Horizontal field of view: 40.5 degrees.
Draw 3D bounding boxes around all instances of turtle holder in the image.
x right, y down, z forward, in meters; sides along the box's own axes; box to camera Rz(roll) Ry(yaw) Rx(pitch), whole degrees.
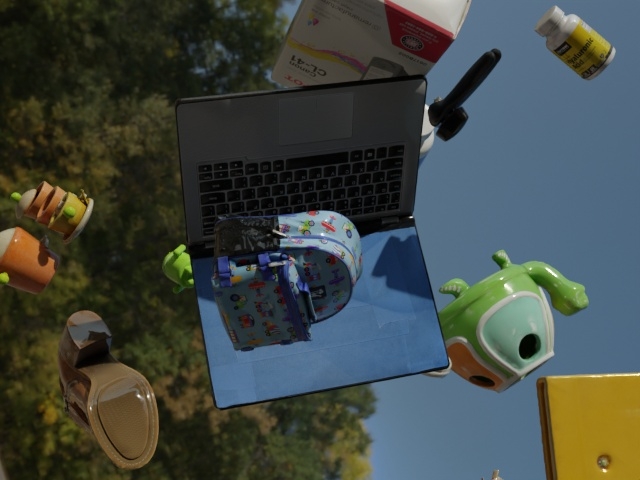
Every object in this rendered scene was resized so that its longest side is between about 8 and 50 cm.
[{"bbox_3d":[0.376,0.173,1.790,0.227,0.320,0.243,55,-47,19],"label":"turtle holder"}]

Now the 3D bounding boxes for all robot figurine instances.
[{"bbox_3d":[-0.297,0.062,1.876,0.115,0.067,0.101,24,-60,47],"label":"robot figurine"}]

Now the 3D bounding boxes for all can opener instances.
[{"bbox_3d":[0.249,-0.257,1.494,0.073,0.059,0.186,39,-55,4],"label":"can opener"}]

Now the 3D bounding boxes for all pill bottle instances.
[{"bbox_3d":[0.183,-0.217,1.947,0.221,0.124,0.124,110,-42,-65],"label":"pill bottle"},{"bbox_3d":[0.384,-0.302,1.317,0.116,0.065,0.065,37,-19,-9],"label":"pill bottle"}]

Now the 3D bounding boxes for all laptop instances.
[{"bbox_3d":[0.000,0.000,1.304,0.236,0.382,0.408,-114,-159,-50],"label":"laptop"}]

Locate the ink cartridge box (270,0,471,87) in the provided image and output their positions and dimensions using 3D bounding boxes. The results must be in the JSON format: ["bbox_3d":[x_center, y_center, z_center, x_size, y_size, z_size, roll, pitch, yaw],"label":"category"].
[{"bbox_3d":[0.072,-0.331,1.372,0.306,0.226,0.131,129,-18,-63],"label":"ink cartridge box"}]

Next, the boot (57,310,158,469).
[{"bbox_3d":[-0.356,0.278,1.400,0.283,0.109,0.220,53,-37,23],"label":"boot"}]

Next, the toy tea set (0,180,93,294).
[{"bbox_3d":[-0.513,-0.027,1.509,0.124,0.200,0.336,32,-7,-25],"label":"toy tea set"}]

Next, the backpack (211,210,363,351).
[{"bbox_3d":[-0.033,0.045,1.032,0.117,0.173,0.158,-95,178,-50],"label":"backpack"}]

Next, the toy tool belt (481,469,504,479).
[{"bbox_3d":[0.316,0.473,1.637,0.083,0.052,0.051,-48,-139,34],"label":"toy tool belt"}]

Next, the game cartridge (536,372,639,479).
[{"bbox_3d":[0.524,0.359,1.412,0.053,0.323,0.285,123,-34,-72],"label":"game cartridge"}]

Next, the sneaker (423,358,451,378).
[{"bbox_3d":[0.155,0.124,1.605,0.118,0.110,0.292,-40,-100,21],"label":"sneaker"}]
